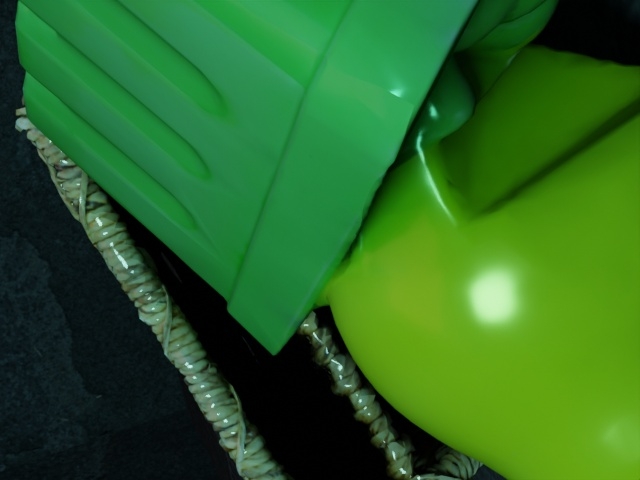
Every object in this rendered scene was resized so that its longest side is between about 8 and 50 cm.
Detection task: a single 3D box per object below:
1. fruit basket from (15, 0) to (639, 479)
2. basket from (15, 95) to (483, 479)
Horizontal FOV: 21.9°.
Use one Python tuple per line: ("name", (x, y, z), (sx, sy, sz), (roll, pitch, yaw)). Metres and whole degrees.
("fruit basket", (0.063, -0.061, 0.670), (0.392, 0.283, 0.392), (26, 163, 8))
("basket", (0.000, 0.000, 0.917), (0.299, 0.213, 0.223), (58, 175, -1))
